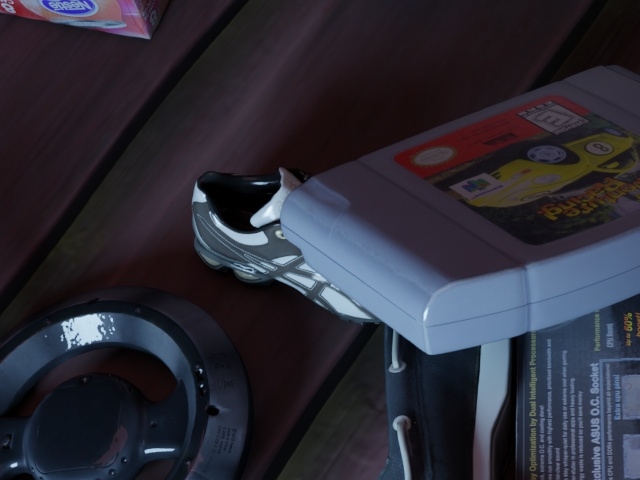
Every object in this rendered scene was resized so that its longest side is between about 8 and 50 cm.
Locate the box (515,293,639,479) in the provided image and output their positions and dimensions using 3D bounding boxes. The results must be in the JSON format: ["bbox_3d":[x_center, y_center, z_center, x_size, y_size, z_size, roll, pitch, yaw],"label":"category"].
[{"bbox_3d":[0.240,0.143,1.006,0.243,0.076,0.307,-3,59,11],"label":"box"}]

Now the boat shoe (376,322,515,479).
[{"bbox_3d":[0.069,0.167,1.015,0.091,0.114,0.302,0,48,11],"label":"boat shoe"}]

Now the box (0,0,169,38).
[{"bbox_3d":[-0.166,-0.328,1.336,0.154,0.142,0.300,11,62,18],"label":"box"}]

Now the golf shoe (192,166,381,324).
[{"bbox_3d":[0.000,0.000,1.135,0.198,0.094,0.077,10,61,16],"label":"golf shoe"}]

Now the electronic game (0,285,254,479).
[{"bbox_3d":[-0.153,0.132,1.113,0.229,0.048,0.229,-10,56,16],"label":"electronic game"}]

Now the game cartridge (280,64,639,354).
[{"bbox_3d":[0.147,-0.027,1.062,0.294,0.060,0.196,-23,37,-25],"label":"game cartridge"}]
